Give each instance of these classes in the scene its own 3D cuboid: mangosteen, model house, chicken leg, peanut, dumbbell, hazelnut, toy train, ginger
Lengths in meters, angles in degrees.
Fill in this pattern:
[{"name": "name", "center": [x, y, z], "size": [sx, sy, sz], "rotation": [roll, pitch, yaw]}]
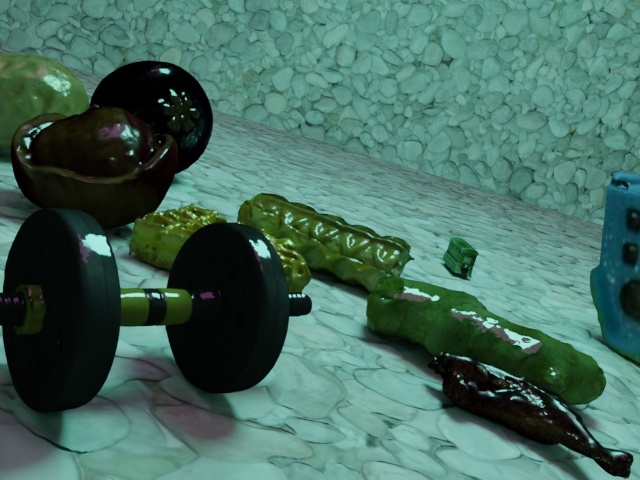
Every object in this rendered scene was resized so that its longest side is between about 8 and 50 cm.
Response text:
[{"name": "mangosteen", "center": [-0.312, -0.217, 1.343], "size": [0.243, 0.243, 0.243], "rotation": [16, 13, -4]}, {"name": "model house", "center": [0.570, 0.056, 1.131], "size": [0.237, 0.303, 0.215], "rotation": [-1, 11, -22]}, {"name": "chicken leg", "center": [0.199, 0.167, 0.723], "size": [0.219, 0.048, 0.089], "rotation": [25, 18, 31]}, {"name": "peanut", "center": [-0.556, -0.242, 1.139], "size": [0.387, 0.192, 0.169], "rotation": [11, 28, -23]}, {"name": "dumbbell", "center": [-0.134, 0.051, 0.568], "size": [0.325, 0.143, 0.143], "rotation": [4, 18, -43]}, {"name": "hazelnut", "center": [-0.295, -0.099, 0.958], "size": [0.201, 0.161, 0.170], "rotation": [17, 13, -23]}, {"name": "toy train", "center": [0.254, 0.030, 1.336], "size": [0.038, 0.056, 0.093], "rotation": [16, 13, -10]}, {"name": "ginger", "center": [0.182, 0.111, 0.856], "size": [0.290, 0.089, 0.137], "rotation": [20, -6, 29]}]

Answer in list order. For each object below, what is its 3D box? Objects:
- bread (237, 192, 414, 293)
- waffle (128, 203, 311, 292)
[{"name": "bread", "center": [-0.001, 0.001, 1.076], "size": [0.269, 0.098, 0.087], "rotation": [20, -28, 17]}, {"name": "waffle", "center": [-0.109, 0.017, 0.934], "size": [0.210, 0.055, 0.160], "rotation": [19, 14, 12]}]
